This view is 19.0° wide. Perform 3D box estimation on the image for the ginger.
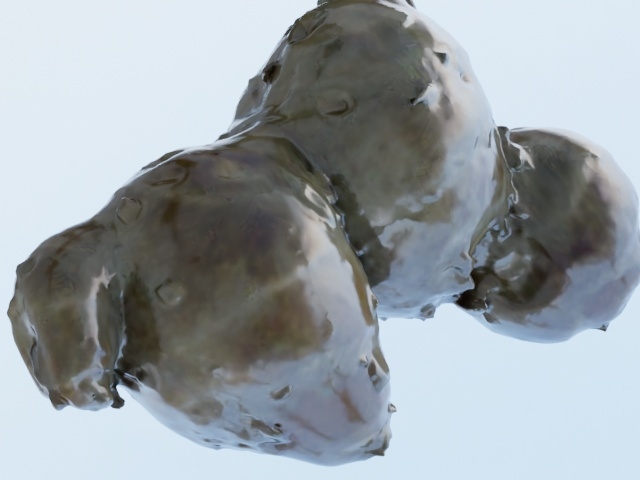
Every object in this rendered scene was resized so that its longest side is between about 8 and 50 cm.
[{"bbox_3d":[0.000,0.000,1.064,0.375,0.256,0.176,-28,170,-34],"label":"ginger"}]
